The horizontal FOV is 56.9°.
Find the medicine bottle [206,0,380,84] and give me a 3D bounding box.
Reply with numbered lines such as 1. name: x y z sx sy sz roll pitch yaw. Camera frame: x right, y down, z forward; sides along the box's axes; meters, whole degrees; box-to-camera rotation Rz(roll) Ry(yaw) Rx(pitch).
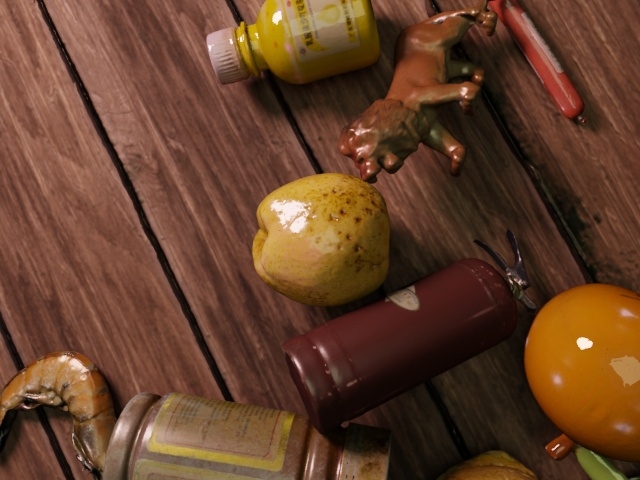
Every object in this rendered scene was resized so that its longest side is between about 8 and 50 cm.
1. medicine bottle: -0.037 -0.264 0.772 0.213 0.122 0.121 -14 85 4

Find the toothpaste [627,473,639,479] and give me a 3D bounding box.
1. toothpaste: 0.458 0.300 0.726 0.248 0.047 0.078 -20 82 5

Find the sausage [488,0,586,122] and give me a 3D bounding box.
1. sausage: 0.281 -0.261 0.788 0.034 0.034 0.253 -30 83 2

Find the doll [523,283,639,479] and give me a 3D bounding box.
1. doll: 0.326 0.174 0.677 0.213 0.213 0.236 26 102 6

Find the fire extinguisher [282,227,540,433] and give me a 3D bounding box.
1. fire extinguisher: 0.122 0.098 0.715 0.337 0.114 0.135 -22 67 -14

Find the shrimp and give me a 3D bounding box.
1. shrimp: -0.354 0.290 0.803 0.198 0.051 0.262 -27 81 10

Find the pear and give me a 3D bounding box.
1. pear: 0.000 0.000 0.729 0.178 0.178 0.178 0 86 5

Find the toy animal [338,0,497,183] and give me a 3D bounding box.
1. toy animal: 0.126 -0.194 0.745 0.158 0.097 0.312 14 63 11

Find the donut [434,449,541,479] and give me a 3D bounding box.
1. donut: 0.223 0.398 0.698 0.208 0.128 0.261 -41 82 2

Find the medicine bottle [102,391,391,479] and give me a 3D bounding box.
1. medicine bottle: -0.083 0.281 0.722 0.323 0.151 0.151 8 87 6
